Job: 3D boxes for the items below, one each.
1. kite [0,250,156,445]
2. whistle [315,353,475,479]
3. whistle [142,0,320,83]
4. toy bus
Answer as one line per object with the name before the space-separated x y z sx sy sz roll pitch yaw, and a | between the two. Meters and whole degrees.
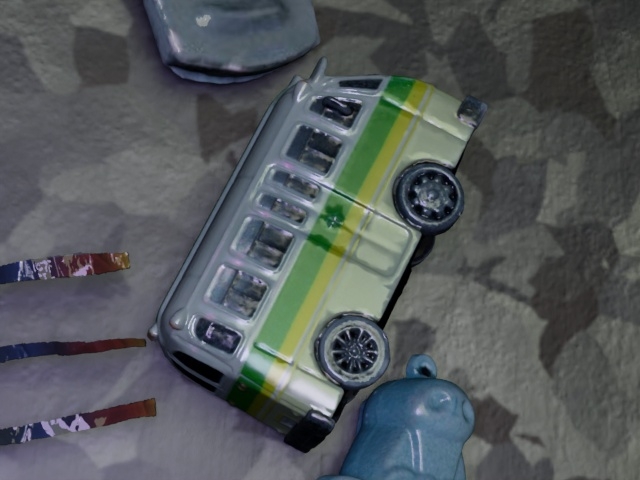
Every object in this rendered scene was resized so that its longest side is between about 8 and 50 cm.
kite | -0.302 0.090 1.075 0.361 0.022 0.204 -12 81 -7
whistle | 0.052 0.215 1.118 0.186 0.093 0.273 21 73 -35
whistle | -0.098 -0.333 1.198 0.168 0.188 0.404 -11 112 -31
toy bus | 0.000 0.000 1.139 0.165 0.133 0.276 27 72 -2
